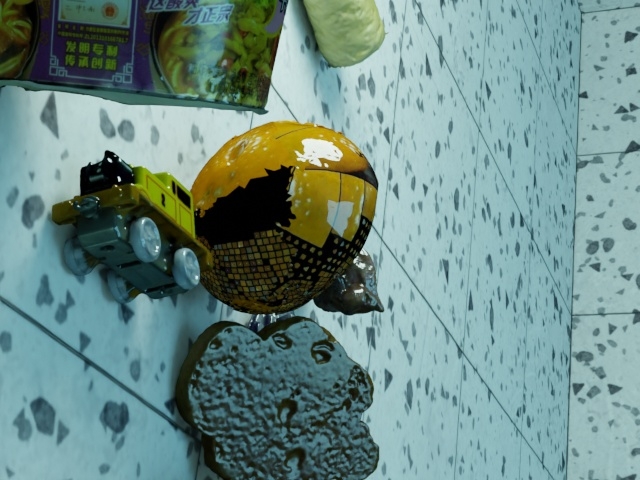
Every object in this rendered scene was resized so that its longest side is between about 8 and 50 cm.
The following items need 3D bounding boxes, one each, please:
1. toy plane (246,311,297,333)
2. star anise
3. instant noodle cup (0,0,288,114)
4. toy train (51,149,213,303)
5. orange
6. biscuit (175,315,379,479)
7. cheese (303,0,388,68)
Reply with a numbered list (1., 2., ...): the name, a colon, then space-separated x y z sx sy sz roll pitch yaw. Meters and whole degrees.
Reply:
1. toy plane: -0.044 0.112 1.582 0.212 0.088 0.267 31 52 -37
2. star anise: 0.003 0.007 1.663 0.214 0.099 0.220 131 -65 -80
3. instant noodle cup: -0.161 -0.249 1.083 0.340 0.339 0.266 0 97 -69
4. toy train: -0.181 -0.016 1.268 0.219 0.089 0.127 45 35 -58
5. orange: -0.043 -0.030 1.426 0.182 0.234 0.234 57 31 -18
6. biscuit: -0.041 0.194 1.478 0.290 0.041 0.208 37 76 -31
7. cheese: 0.028 -0.340 1.829 0.123 0.093 0.167 -69 148 -43
